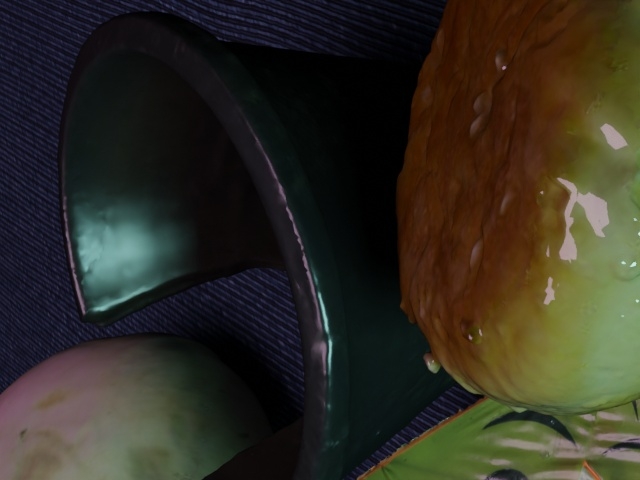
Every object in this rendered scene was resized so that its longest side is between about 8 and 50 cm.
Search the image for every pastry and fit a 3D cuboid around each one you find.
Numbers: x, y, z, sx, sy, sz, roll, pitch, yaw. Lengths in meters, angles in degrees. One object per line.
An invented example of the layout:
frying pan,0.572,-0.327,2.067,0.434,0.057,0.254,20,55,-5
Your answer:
pastry,0.162,-0.045,0.905,0.315,0.184,0.284,-100,27,-56

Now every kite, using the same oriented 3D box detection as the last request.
kite,0.155,0.212,1.084,0.377,0.013,0.327,14,87,30

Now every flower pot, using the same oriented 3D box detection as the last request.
flower pot,0.000,0.000,1.150,0.379,0.251,0.379,34,131,51

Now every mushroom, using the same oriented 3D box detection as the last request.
mushroom,-0.189,0.274,1.546,0.325,0.353,0.353,161,92,-75
